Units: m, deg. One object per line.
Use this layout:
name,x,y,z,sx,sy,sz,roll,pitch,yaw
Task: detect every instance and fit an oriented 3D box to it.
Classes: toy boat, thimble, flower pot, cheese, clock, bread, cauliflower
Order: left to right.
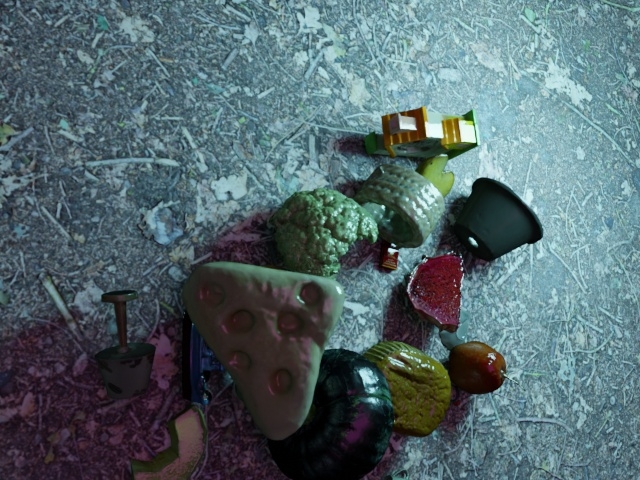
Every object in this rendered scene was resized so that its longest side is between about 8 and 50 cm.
toy boat,-0.260,0.254,1.147,0.097,0.100,0.223,-1,83,-8
cheese,-0.150,0.208,1.058,0.328,0.129,0.351,18,92,-1
cauliflower,0.000,0.000,1.285,0.275,0.272,0.250,-18,128,-28
thimble,0.212,-0.093,1.401,0.229,0.196,0.148,38,64,-2
bread,0.216,0.391,1.354,0.253,0.142,0.227,32,76,-21
clock,0.281,-0.294,1.464,0.255,0.220,0.106,-1,80,-27
bread,0.335,-0.188,1.525,0.149,0.188,0.065,-12,42,-22
flower pot,0.516,-0.044,1.553,0.166,0.269,0.269,-43,102,-3

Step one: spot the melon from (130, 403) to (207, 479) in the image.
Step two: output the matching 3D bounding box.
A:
melon,-0.326,0.464,1.103,0.209,0.064,0.118,-39,101,-25

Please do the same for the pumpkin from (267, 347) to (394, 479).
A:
pumpkin,0.032,0.405,1.175,0.238,0.315,0.315,29,68,-38

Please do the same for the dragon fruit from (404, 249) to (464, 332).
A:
dragon fruit,0.322,0.154,1.472,0.161,0.126,0.274,9,51,8

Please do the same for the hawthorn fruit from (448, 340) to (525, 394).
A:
hawthorn fruit,0.468,0.366,1.450,0.162,0.203,0.163,5,82,-36

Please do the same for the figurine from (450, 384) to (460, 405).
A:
figurine,0.355,0.443,1.468,0.106,0.047,0.060,11,60,-21

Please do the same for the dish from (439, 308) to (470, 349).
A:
dish,0.422,0.265,1.539,0.091,0.039,0.137,47,65,-13

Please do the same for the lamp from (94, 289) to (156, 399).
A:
lamp,-0.408,0.214,1.067,0.121,0.121,0.215,-4,94,-28

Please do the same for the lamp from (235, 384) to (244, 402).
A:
lamp,-0.183,0.308,1.199,0.091,0.091,0.163,-40,84,-27

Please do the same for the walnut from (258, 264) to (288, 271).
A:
walnut,-0.142,0.144,1.199,0.206,0.159,0.159,-37,99,-19

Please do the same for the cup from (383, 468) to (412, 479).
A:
cup,0.214,0.647,1.355,0.083,0.054,0.075,25,71,-19

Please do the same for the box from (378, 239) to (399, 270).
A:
box,0.199,0.042,1.472,0.051,0.023,0.082,17,74,-25
